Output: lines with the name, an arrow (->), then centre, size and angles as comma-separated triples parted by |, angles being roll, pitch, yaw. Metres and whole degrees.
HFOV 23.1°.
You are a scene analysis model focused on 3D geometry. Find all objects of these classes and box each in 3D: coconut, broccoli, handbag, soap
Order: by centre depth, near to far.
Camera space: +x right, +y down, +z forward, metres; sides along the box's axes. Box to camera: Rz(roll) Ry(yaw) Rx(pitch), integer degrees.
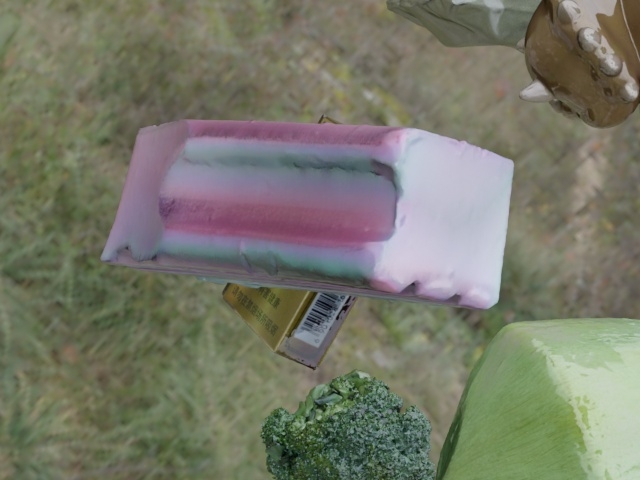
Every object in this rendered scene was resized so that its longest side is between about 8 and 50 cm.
soap -> -0.024, -0.019, 1.105 | 0.193, 0.324, 0.109 | 14, 82, -50
coconut -> 0.233, 0.220, 1.382 | 0.328, 0.328, 0.281 | 26, -3, -27
broccoli -> 0.035, 0.226, 1.703 | 0.195, 0.195, 0.156 | 16, 30, -36
handbag -> 0.237, -0.252, 1.720 | 0.316, 0.109, 0.253 | 1, 14, -19

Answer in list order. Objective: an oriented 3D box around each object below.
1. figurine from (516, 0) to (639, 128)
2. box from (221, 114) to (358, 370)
figurine -> 0.289, -0.211, 1.469 | 0.173, 0.247, 0.177 | 21, 60, -17
box -> 0.000, 0.000, 1.684 | 0.071, 0.240, 0.159 | 26, 7, -30
